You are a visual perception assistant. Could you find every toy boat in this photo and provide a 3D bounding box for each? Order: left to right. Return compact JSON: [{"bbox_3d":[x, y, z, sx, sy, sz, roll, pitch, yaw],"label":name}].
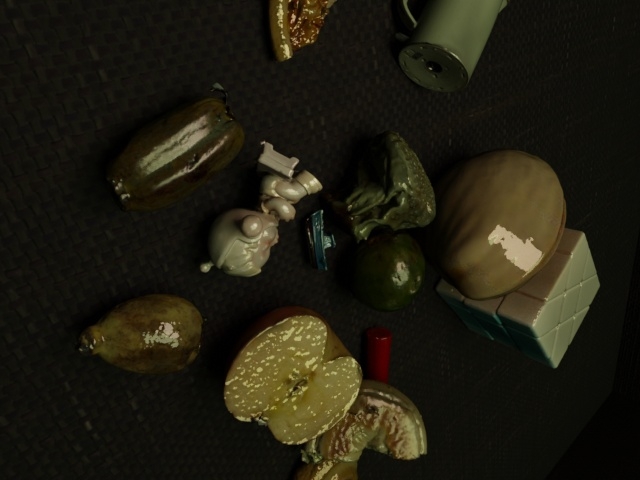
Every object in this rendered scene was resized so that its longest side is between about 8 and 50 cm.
[{"bbox_3d":[0.000,0.000,0.975,0.061,0.060,0.137,-15,109,-15],"label":"toy boat"}]

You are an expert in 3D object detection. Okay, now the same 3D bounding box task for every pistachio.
[{"bbox_3d":[0.416,-0.047,1.120,0.281,0.366,0.445,47,46,-32],"label":"pistachio"}]

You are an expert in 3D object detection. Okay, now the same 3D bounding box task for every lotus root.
[{"bbox_3d":[-0.291,0.156,0.744,0.214,0.139,0.138,12,97,-41],"label":"lotus root"},{"bbox_3d":[-0.225,-0.136,0.700,0.241,0.123,0.124,-40,98,-19],"label":"lotus root"}]

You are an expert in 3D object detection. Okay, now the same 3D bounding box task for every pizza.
[{"bbox_3d":[-0.028,-0.449,0.799,0.135,0.056,0.270,26,88,-34],"label":"pizza"}]

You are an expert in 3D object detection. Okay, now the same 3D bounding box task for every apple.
[{"bbox_3d":[-0.073,0.266,0.938,0.251,0.163,0.292,-41,114,-10],"label":"apple"}]

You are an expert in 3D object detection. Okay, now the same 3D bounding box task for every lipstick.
[{"bbox_3d":[0.153,0.374,1.227,0.073,0.073,0.279,-14,113,-36],"label":"lipstick"}]

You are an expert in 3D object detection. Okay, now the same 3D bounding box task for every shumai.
[{"bbox_3d":[0.133,-0.108,1.006,0.261,0.222,0.224,-3,69,-62],"label":"shumai"}]

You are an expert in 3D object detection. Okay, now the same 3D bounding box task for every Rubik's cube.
[{"bbox_3d":[0.605,0.141,1.358,0.318,0.316,0.322,-55,132,-11],"label":"Rubik's cube"}]

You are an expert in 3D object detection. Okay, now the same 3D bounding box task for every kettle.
[{"bbox_3d":[0.278,-0.498,0.982,0.241,0.165,0.255,28,85,-14],"label":"kettle"}]

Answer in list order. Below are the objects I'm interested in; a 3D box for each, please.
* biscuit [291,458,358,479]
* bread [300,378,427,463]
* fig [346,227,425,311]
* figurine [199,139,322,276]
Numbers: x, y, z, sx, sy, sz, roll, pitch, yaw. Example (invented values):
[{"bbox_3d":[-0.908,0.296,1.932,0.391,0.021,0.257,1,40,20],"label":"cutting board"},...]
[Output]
[{"bbox_3d":[0.011,0.668,1.196,0.213,0.091,0.273,-8,112,-40],"label":"biscuit"},{"bbox_3d":[0.099,0.449,1.126,0.315,0.171,0.191,-5,84,-7],"label":"bread"},{"bbox_3d":[0.163,0.089,1.064,0.195,0.195,0.244,-44,137,-20],"label":"fig"},{"bbox_3d":[-0.121,-0.037,0.801,0.145,0.182,0.256,33,85,-26],"label":"figurine"}]
